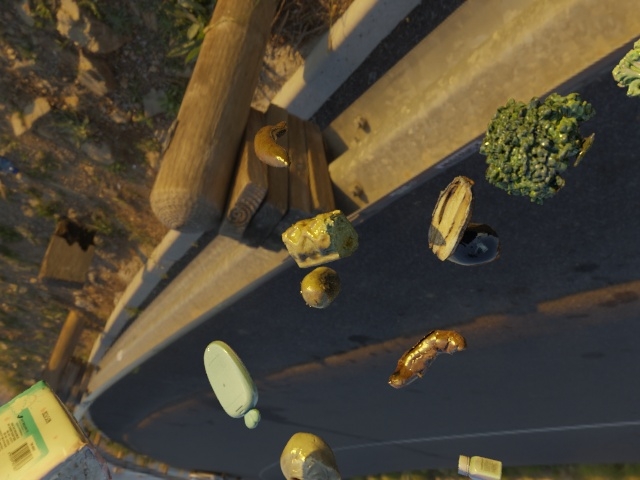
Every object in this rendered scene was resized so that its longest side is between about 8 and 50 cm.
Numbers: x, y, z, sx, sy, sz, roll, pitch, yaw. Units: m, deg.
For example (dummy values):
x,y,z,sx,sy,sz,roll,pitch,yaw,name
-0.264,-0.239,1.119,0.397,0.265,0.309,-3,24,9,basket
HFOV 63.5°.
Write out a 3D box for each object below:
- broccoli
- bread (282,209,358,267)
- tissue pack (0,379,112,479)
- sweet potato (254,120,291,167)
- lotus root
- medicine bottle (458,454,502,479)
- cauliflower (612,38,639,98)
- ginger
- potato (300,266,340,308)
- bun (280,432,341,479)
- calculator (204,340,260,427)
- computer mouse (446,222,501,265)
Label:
x,y,z,sx,sy,sz,roll,pitch,yaw,name
0.404,-0.175,0.946,0.177,0.199,0.274,33,-160,27,broccoli
-0.003,-0.004,2.051,0.252,0.196,0.238,-12,-175,32,bread
-0.492,0.377,0.868,0.271,0.201,0.124,16,138,49,tissue pack
-0.152,-0.299,1.610,0.108,0.346,0.079,8,123,-10,sweet potato
0.463,-0.082,1.769,0.078,0.167,0.329,-9,140,-22,lotus root
0.466,0.669,1.515,0.118,0.055,0.074,6,144,16,medicine bottle
0.831,-0.349,1.209,0.239,0.315,0.256,-4,141,49,cauliflower
0.382,0.420,1.875,0.309,0.133,0.107,-39,122,15,ginger
0.000,0.115,1.250,0.070,0.092,0.138,-28,-179,23,potato
-0.033,0.601,1.355,0.173,0.113,0.167,28,122,24,bun
-0.279,0.454,1.631,0.042,0.295,0.184,-14,153,-48,calculator
0.540,0.018,1.961,0.269,0.100,0.170,7,121,47,computer mouse
